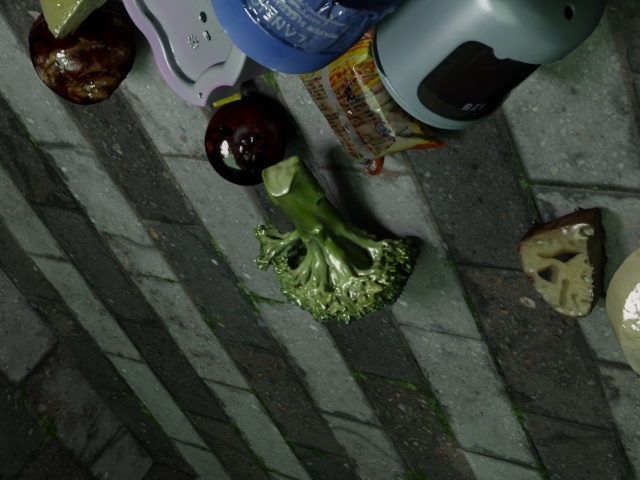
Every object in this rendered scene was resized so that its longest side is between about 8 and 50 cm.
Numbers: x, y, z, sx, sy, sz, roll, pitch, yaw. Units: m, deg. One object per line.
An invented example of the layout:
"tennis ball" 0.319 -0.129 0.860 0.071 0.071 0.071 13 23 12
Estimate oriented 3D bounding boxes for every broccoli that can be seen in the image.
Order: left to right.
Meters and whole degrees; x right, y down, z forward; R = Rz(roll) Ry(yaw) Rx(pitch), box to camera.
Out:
"broccoli" 0.036 0.004 2.208 0.353 0.275 0.397 6 139 -4

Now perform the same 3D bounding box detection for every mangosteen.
"mangosteen" -0.162 -0.207 2.189 0.199 0.200 0.200 26 148 18

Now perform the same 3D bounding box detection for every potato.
"potato" -0.430 -0.546 2.019 0.255 0.112 0.270 -6 106 33

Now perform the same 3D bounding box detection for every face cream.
"face cream" -0.009 -0.399 1.550 0.249 0.249 0.225 43 146 -11

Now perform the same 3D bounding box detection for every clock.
"clock" -0.222 -0.418 1.909 0.338 0.102 0.339 22 127 32

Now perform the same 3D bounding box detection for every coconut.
"coconut" 0.611 0.114 1.792 0.259 0.259 0.259 26 148 18

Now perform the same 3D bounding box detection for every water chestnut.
"water chestnut" -0.501 -0.409 2.222 0.223 0.238 0.224 -3 156 -1

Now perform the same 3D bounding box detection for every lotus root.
"lotus root" 0.454 0.036 1.979 0.170 0.074 0.261 15 143 36

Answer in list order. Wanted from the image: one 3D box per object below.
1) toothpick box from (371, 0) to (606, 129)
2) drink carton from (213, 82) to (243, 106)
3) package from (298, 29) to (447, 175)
"toothpick box" 0.251 -0.345 1.523 0.263 0.263 0.354 41 148 -8
"drink carton" -0.219 -0.368 2.093 0.074 0.084 0.200 -13 131 13
"package" 0.083 -0.247 1.933 0.223 0.108 0.288 -15 120 51
